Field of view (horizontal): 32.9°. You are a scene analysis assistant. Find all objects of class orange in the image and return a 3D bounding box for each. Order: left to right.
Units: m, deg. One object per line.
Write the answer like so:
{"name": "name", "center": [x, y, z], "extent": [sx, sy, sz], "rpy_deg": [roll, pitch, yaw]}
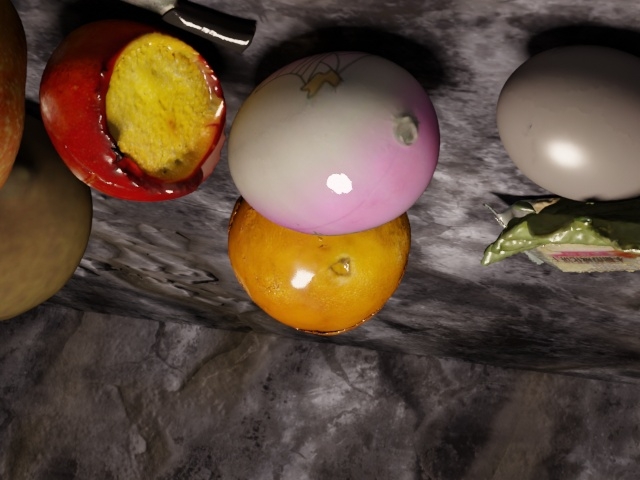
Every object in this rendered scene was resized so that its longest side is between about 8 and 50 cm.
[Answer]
{"name": "orange", "center": [0.000, 0.000, 1.413], "extent": [0.240, 0.239, 0.240], "rpy_deg": [9, 165, 3]}

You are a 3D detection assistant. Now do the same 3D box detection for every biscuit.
{"name": "biscuit", "center": [0.391, -0.008, 1.434], "extent": [0.309, 0.079, 0.186], "rpy_deg": [-2, 159, 33]}

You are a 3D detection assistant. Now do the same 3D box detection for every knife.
{"name": "knife", "center": [-0.168, -0.243, 1.057], "extent": [0.231, 0.028, 0.060], "rpy_deg": [18, 151, -17]}

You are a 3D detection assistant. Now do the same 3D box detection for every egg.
{"name": "egg", "center": [0.006, -0.102, 1.139], "extent": [0.196, 0.196, 0.271], "rpy_deg": [20, 180, -31]}
{"name": "egg", "center": [0.262, -0.108, 1.023], "extent": [0.199, 0.146, 0.146], "rpy_deg": [16, 163, -16]}

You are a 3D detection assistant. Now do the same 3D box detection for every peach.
{"name": "peach", "center": [-0.193, -0.136, 1.143], "extent": [0.190, 0.196, 0.226], "rpy_deg": [-21, 173, -15]}

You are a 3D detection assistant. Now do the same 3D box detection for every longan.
{"name": "longan", "center": [-0.481, -0.037, 1.411], "extent": [0.361, 0.360, 0.361], "rpy_deg": [9, 165, 3]}

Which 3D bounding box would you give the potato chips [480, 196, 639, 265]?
{"name": "potato chips", "center": [0.362, -0.009, 1.130], "extent": [0.389, 0.097, 0.373], "rpy_deg": [6, -167, 34]}

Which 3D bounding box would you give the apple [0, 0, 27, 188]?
{"name": "apple", "center": [-0.419, -0.148, 1.023], "extent": [0.277, 0.319, 0.319], "rpy_deg": [-5, 172, -27]}
